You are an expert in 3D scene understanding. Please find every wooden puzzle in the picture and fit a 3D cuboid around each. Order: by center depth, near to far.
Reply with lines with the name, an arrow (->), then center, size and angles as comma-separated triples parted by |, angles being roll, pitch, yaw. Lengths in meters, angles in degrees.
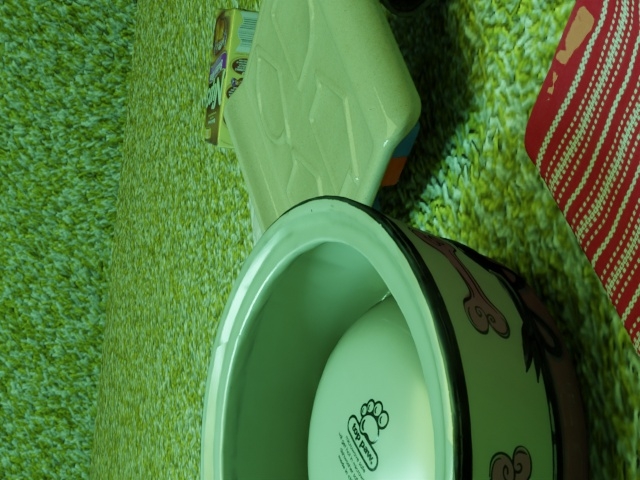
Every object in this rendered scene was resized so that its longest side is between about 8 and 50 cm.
wooden puzzle -> 0.007, -0.137, 1.430 | 0.348, 0.080, 0.322 | 116, 142, -51

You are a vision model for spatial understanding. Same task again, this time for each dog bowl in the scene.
dog bowl -> 0.052, 0.173, 1.101 | 0.408, 0.150, 0.408 | -18, 70, 60

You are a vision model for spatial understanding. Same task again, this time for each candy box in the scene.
candy box -> -0.117, -0.220, 1.869 | 0.109, 0.053, 0.187 | -153, 68, -71

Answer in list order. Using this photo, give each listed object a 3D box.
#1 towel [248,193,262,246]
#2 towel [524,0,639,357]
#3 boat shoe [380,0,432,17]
towel -> -0.035, -0.141, 1.750 | 0.317, 0.053, 0.332 | 118, 153, -51
towel -> 0.215, -0.067, 0.947 | 0.275, 0.031, 0.199 | -107, 27, -51
boat shoe -> 0.108, -0.321, 1.247 | 0.305, 0.109, 0.091 | 114, 155, -61
